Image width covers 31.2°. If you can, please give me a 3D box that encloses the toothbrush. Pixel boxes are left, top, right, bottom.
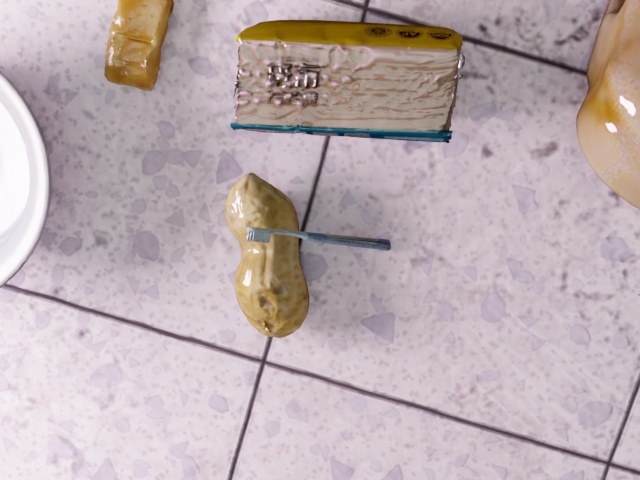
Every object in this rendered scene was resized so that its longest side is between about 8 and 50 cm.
[{"bbox_3d":[0.000,0.000,1.478,0.219,0.016,0.019,5,96,-33],"label":"toothbrush"}]

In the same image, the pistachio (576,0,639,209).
[{"bbox_3d":[0.501,-0.210,1.342,0.445,0.281,0.365,-31,90,-4],"label":"pistachio"}]

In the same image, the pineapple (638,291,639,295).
[{"bbox_3d":[0.498,0.123,1.495,0.108,0.108,0.198,-36,87,11],"label":"pineapple"}]

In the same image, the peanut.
[{"bbox_3d":[-0.071,0.020,1.505,0.098,0.103,0.230,-10,104,-5],"label":"peanut"}]

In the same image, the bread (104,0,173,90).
[{"bbox_3d":[-0.235,-0.263,1.479,0.074,0.053,0.132,16,101,0],"label":"bread"}]

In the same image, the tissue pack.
[{"bbox_3d":[0.035,-0.200,1.403,0.270,0.192,0.134,3,104,3],"label":"tissue pack"}]

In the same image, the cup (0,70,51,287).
[{"bbox_3d":[-0.495,-0.097,1.479,0.347,0.163,0.347,1,103,4],"label":"cup"}]
